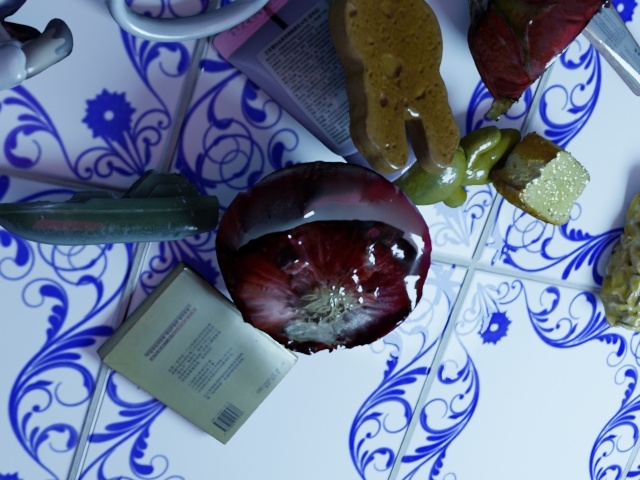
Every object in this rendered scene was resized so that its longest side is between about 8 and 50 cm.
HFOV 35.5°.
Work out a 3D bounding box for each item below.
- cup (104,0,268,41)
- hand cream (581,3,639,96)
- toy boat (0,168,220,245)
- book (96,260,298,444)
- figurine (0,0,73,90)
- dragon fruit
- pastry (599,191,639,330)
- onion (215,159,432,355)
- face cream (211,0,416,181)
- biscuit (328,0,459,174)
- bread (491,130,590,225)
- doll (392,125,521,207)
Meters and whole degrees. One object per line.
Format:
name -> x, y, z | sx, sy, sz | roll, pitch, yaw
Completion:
cup -> -0.097, -0.345, 1.014 | 0.275, 0.259, 0.356 | -11, 146, -24
hand cream -> 0.419, -0.273, 1.413 | 0.067, 0.043, 0.210 | -49, 118, -4
toy boat -> -0.245, -0.038, 1.148 | 0.261, 0.078, 0.085 | -3, 88, -28
book -> -0.154, 0.151, 1.302 | 0.161, 0.026, 0.231 | -48, 124, -3
figurine -> -0.352, -0.246, 0.970 | 0.145, 0.145, 0.222 | -30, 123, -13
dragon fruit -> 0.249, -0.293, 1.248 | 0.148, 0.218, 0.224 | 39, 131, -5
pastry -> 0.524, 0.039, 1.558 | 0.154, 0.102, 0.250 | 6, 106, -26
onion -> 0.000, 0.000, 1.235 | 0.272, 0.195, 0.272 | -1, 129, -2
face cream -> 0.010, -0.189, 1.216 | 0.154, 0.096, 0.274 | -42, 110, -2
biscuit -> 0.082, -0.223, 1.186 | 0.186, 0.044, 0.295 | -3, 83, -47
bread -> 0.308, -0.082, 1.389 | 0.103, 0.065, 0.187 | -57, 142, 4
doll -> 0.180, -0.108, 1.342 | 0.209, 0.097, 0.137 | -14, 148, -40
